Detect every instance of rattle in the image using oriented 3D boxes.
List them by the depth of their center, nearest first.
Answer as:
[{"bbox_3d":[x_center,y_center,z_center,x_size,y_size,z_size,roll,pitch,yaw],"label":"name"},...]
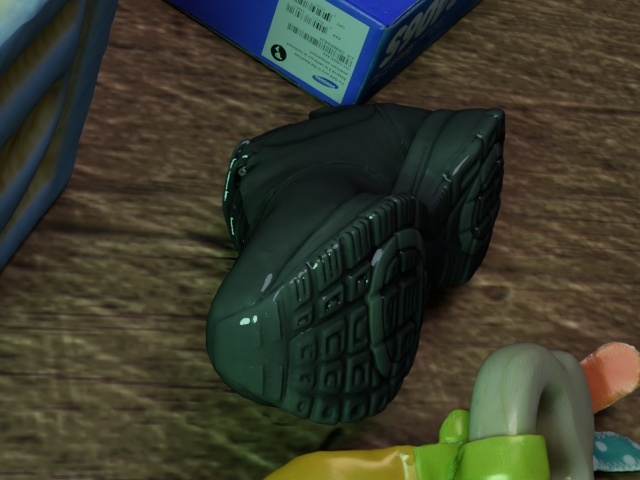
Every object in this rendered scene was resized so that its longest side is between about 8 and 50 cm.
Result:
[{"bbox_3d":[0.072,0.108,0.686,0.130,0.142,0.200,58,25,-10],"label":"rattle"}]

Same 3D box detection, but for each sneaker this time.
[{"bbox_3d":[0.000,0.000,0.708,0.130,0.109,0.286,12,21,18],"label":"sneaker"}]

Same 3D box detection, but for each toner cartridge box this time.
[{"bbox_3d":[0.046,-0.223,0.985,0.165,0.075,0.348,35,42,10],"label":"toner cartridge box"}]

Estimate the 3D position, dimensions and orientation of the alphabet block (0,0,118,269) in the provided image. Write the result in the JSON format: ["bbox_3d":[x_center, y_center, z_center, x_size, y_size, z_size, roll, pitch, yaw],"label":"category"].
[{"bbox_3d":[-0.215,-0.081,0.622,0.197,0.193,0.192,25,40,1],"label":"alphabet block"}]
